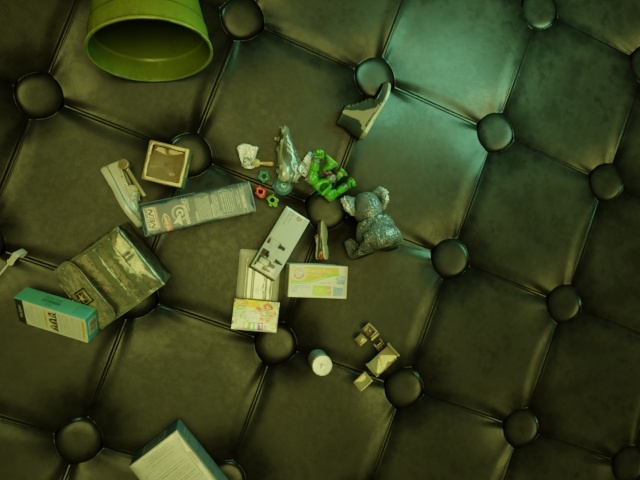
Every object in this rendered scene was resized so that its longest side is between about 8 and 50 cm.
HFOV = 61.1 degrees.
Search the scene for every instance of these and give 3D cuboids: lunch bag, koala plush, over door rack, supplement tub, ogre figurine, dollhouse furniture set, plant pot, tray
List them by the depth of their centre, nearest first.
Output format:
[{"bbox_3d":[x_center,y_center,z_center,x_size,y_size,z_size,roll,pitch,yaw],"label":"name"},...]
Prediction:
[{"bbox_3d":[-1.112,0.086,1.644,0.239,0.108,0.324,40,84,-9],"label":"over door rack"},{"bbox_3d":[-0.527,-0.727,1.644,0.366,0.366,0.354,-5,80,-10],"label":"plant pot"},{"bbox_3d":[-0.664,0.117,1.701,0.287,0.169,0.235,-36,101,0],"label":"lunch bag"},{"bbox_3d":[0.175,-0.069,1.852,0.196,0.203,0.222,-13,81,-11],"label":"koala plush"},{"bbox_3d":[0.023,-0.213,1.852,0.118,0.096,0.197,-52,143,-1],"label":"ogre figurine"},{"bbox_3d":[-0.214,0.169,1.852,0.145,0.030,0.271,4,90,-12],"label":"tray"},{"bbox_3d":[-0.003,0.416,1.855,0.070,0.107,0.071,0,91,-11],"label":"supplement tub"},{"bbox_3d":[0.158,0.411,1.912,0.182,0.101,0.161,-41,73,-7],"label":"dollhouse furniture set"}]

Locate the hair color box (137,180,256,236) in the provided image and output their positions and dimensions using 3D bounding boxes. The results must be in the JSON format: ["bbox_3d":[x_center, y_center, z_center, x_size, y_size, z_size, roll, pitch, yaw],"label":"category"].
[{"bbox_3d":[-0.390,-0.101,1.741,0.346,0.174,0.105,-14,93,-10],"label":"hair color box"}]

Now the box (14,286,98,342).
[{"bbox_3d":[-0.810,0.228,1.668,0.244,0.060,0.101,15,124,8],"label":"box"}]

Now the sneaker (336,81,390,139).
[{"bbox_3d":[0.152,-0.473,1.882,0.118,0.083,0.222,29,87,-9],"label":"sneaker"}]

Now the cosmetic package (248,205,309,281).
[{"bbox_3d":[-0.138,0.011,1.828,0.098,0.060,0.239,32,75,-12],"label":"cosmetic package"}]

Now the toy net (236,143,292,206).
[{"bbox_3d":[-0.205,-0.226,1.842,0.232,0.045,0.122,44,85,-7],"label":"toy net"}]

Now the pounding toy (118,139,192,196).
[{"bbox_3d":[-0.539,-0.226,1.754,0.205,0.094,0.181,13,90,-6],"label":"pounding toy"}]

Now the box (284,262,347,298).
[{"bbox_3d":[-0.018,0.135,1.850,0.202,0.103,0.114,2,91,-11],"label":"box"}]

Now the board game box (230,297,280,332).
[{"bbox_3d":[-0.219,0.251,1.822,0.153,0.026,0.104,6,90,-11],"label":"board game box"}]

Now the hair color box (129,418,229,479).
[{"bbox_3d":[-0.429,0.802,1.780,0.185,0.113,0.375,-37,96,-8],"label":"hair color box"}]

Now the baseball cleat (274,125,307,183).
[{"bbox_3d":[-0.099,-0.287,1.837,0.109,0.072,0.206,8,73,-21],"label":"baseball cleat"}]

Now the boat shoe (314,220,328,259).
[{"bbox_3d":[0.000,0.000,1.882,0.043,0.049,0.137,-3,93,29],"label":"boat shoe"}]

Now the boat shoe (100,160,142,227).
[{"bbox_3d":[-0.618,-0.153,1.743,0.075,0.083,0.226,-32,96,-7],"label":"boat shoe"}]

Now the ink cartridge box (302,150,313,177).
[{"bbox_3d":[-0.044,-0.261,1.876,0.048,0.028,0.083,35,85,-8],"label":"ink cartridge box"}]
